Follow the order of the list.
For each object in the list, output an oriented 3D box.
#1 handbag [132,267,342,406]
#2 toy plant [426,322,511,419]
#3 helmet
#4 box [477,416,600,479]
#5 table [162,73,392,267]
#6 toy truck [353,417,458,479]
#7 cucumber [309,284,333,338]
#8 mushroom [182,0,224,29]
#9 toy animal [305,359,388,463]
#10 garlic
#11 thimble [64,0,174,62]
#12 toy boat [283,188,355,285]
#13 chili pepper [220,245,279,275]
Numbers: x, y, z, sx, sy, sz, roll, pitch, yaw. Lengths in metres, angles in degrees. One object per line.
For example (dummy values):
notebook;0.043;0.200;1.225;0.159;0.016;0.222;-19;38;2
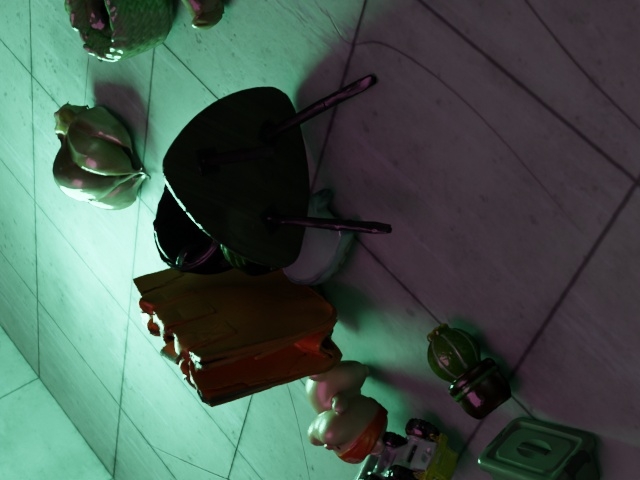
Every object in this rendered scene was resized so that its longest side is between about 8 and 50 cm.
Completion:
handbag;-0.165;0.152;1.872;0.410;0.303;0.116;35;136;57
toy plant;0.236;0.209;1.611;0.162;0.092;0.093;53;147;18
helmet;-0.192;-0.052;1.928;0.279;0.160;0.230;-50;49;12
box;0.349;0.360;1.547;0.172;0.124;0.093;6;129;54
table;-0.036;-0.140;1.588;0.249;0.317;0.317;-8;108;47
toy truck;0.156;0.429;1.853;0.111;0.136;0.286;34;152;-9
cucumber;-0.005;0.122;1.927;0.039;0.039;0.168;-3;109;55
mushroom;-0.227;-0.482;1.741;0.081;0.092;0.223;-84;-13;-66
toy animal;0.047;0.330;1.890;0.171;0.171;0.198;-36;71;57
garlic;-0.518;-0.189;2.339;0.237;0.210;0.292;-51;62;19
thimble;-0.393;-0.458;1.924;0.219;0.150;0.219;32;137;37
toy boat;0.000;0.000;1.812;0.134;0.078;0.208;50;135;21
chili pepper;-0.127;0.009;1.782;0.074;0.100;0.257;52;175;16
